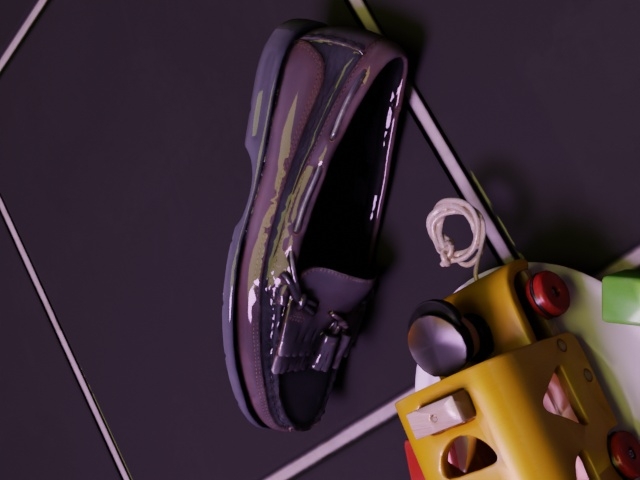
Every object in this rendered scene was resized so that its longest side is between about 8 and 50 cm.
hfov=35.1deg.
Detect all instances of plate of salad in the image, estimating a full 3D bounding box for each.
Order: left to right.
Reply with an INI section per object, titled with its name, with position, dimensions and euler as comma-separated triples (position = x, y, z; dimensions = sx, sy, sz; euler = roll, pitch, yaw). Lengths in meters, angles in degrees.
[plate of salad]
position = 0.144, 0.111, 0.637
dimensions = 0.200, 0.048, 0.199
euler = 9, 103, 42

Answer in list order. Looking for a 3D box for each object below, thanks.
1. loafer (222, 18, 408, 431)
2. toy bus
[loafer]
position = 0.000, 0.000, 0.710
dimensions = 0.095, 0.109, 0.302
euler = 13, 104, 35
[toy bus]
position = 0.097, 0.094, 0.573
dimensions = 0.202, 0.104, 0.190
euler = 24, 112, 38
